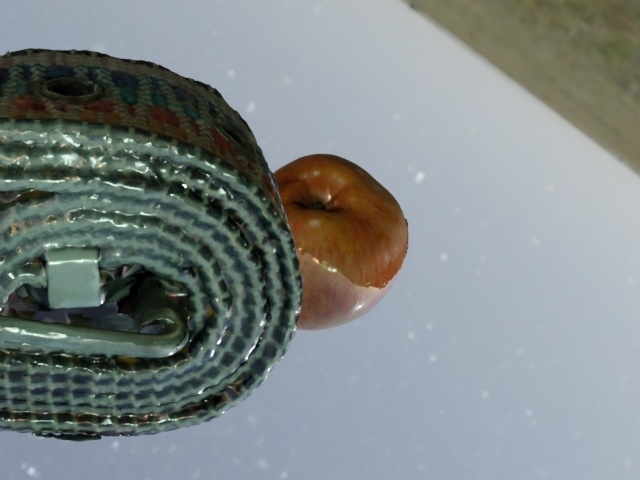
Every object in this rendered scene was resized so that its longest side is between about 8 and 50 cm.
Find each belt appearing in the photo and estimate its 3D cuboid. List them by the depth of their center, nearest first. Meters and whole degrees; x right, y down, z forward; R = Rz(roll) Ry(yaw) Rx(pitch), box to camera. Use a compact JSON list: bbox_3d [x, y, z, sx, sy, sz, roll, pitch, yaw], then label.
[{"bbox_3d":[-0.156,0.004,0.854,0.295,0.207,0.160,12,-153,-19],"label":"belt"}]

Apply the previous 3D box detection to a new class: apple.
[{"bbox_3d":[0.000,0.000,1.700,0.209,0.209,0.164,46,150,41],"label":"apple"}]
